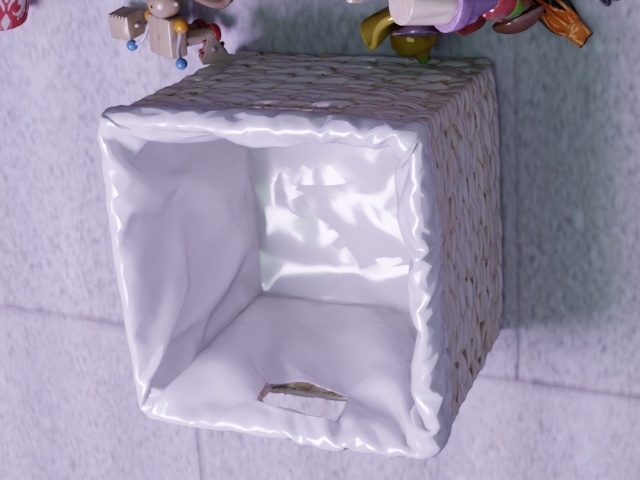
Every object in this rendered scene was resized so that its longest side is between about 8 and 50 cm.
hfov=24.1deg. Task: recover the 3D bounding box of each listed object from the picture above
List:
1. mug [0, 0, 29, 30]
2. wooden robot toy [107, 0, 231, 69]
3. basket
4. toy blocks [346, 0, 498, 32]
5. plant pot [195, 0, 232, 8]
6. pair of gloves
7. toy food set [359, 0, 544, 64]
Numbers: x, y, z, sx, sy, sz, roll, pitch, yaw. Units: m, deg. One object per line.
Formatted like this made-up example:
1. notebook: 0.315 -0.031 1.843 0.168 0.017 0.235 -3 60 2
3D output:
1. mug: -0.357 -0.327 1.613 0.113 0.150 0.169 0 122 -14
2. wooden robot toy: -0.154 -0.234 1.543 0.173 0.076 0.079 25 132 45
3. basket: 0.000 0.000 1.467 0.328 0.266 0.331 5 112 24
4. toy blocks: 0.156 -0.335 1.276 0.288 0.260 0.309 54 140 46
5. plant pot: -0.149 -0.342 1.455 0.237 0.237 0.109 36 81 8
6. pair of gloves: 0.237 -0.230 1.405 0.074 0.010 0.083 40 120 7
7. toy food set: 0.142 -0.211 1.388 0.218 0.128 0.071 -18 103 32
